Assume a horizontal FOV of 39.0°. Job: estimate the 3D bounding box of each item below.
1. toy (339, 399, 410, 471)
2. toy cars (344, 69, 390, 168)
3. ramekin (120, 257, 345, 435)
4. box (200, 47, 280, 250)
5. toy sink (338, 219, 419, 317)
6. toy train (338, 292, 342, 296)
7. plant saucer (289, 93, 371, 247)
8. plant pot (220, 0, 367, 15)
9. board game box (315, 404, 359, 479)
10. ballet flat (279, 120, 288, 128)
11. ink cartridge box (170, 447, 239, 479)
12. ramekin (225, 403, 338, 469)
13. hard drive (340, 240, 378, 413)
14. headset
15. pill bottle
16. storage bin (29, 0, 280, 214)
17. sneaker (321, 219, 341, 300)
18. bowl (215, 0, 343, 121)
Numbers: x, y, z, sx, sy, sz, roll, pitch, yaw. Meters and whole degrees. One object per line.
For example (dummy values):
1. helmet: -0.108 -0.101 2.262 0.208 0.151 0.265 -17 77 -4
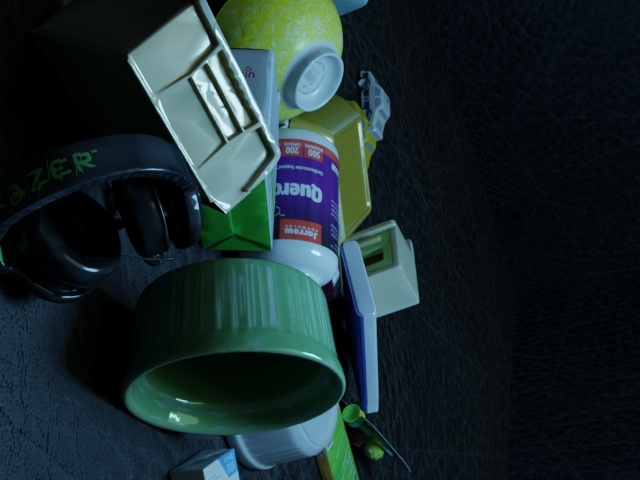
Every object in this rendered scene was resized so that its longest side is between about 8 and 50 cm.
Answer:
1. toy: 0.102 0.440 2.000 0.056 0.137 0.237 -43 135 -14
2. toy cars: 0.134 -0.322 2.398 0.393 0.087 0.176 -66 142 -55
3. ramekin: -0.122 0.150 1.262 0.303 0.303 0.148 50 29 -53
4. box: -0.132 -0.140 1.457 0.262 0.127 0.231 91 1 -65
5. toy sink: 0.130 0.051 2.109 0.234 0.153 0.131 -87 153 -53
6. toy train: 0.048 0.119 2.078 0.083 0.024 0.017 18 64 -67
7. plant saucer: 0.038 -0.145 2.029 0.333 0.081 0.332 -47 132 -64
8. plant pot: -0.089 -0.558 1.724 0.252 0.247 0.247 6 75 -51
9. board game box: 0.038 0.479 1.888 0.124 0.039 0.259 -45 121 -64
10. ballet flat: -0.093 -0.245 1.826 0.057 0.052 0.168 -79 151 -44
11. ink cartridge box: -0.161 0.416 1.358 0.104 0.062 0.181 -15 96 -69
12. ramekin: -0.065 0.262 1.583 0.273 0.127 0.272 -9 90 -69
13. hard drive: 0.084 0.187 1.921 0.210 0.040 0.318 -103 -174 -46
14. headset: -0.265 -0.043 1.094 0.394 0.243 0.185 60 6 -74
15. pill bottle: -0.057 -0.031 1.650 0.181 0.182 0.322 45 40 -57
16. storage bin: -0.211 -0.188 1.178 0.123 0.262 0.260 -45 131 -21
17. sneaker: 0.000 0.000 1.856 0.111 0.103 0.252 -30 111 -46
18. bowl: -0.052 -0.316 1.601 0.289 0.156 0.289 -34 146 -27
